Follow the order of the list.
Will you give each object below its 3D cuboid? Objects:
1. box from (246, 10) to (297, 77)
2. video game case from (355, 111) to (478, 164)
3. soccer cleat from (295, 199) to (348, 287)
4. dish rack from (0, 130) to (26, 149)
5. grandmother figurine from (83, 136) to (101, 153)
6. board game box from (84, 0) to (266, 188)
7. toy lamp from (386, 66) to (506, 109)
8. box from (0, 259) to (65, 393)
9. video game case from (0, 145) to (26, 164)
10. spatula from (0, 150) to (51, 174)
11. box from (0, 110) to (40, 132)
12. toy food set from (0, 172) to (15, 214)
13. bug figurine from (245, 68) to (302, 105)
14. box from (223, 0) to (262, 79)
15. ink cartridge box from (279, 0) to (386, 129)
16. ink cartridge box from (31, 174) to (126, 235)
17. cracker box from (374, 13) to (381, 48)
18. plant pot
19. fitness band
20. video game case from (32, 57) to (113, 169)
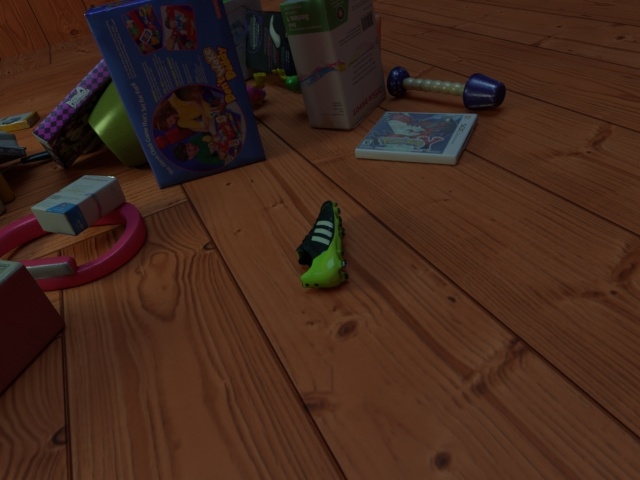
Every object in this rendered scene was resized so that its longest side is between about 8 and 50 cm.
[{"bbox_3d":[-0.085,-0.566,1.386,0.144,0.165,0.270,-18,34,-36],"label":"box"},{"bbox_3d":[0.196,-0.213,0.975,0.202,0.023,0.183,9,41,27],"label":"video game case"},{"bbox_3d":[0.000,0.000,0.721,0.073,0.060,0.178,-9,39,7],"label":"soccer cleat"},{"bbox_3d":[-0.908,-0.203,1.111,0.286,0.072,0.333,-12,8,19],"label":"dish rack"},{"bbox_3d":[-0.564,-0.349,1.327,0.208,0.104,0.342,-19,29,42],"label":"grandmother figurine"},{"bbox_3d":[-0.266,-0.296,0.949,0.234,0.346,0.078,-17,36,-6],"label":"board game box"},{"bbox_3d":[0.278,-0.343,1.081,0.080,0.080,0.275,-35,41,-28],"label":"toy lamp"},{"bbox_3d":[-0.485,0.141,0.616,0.149,0.126,0.232,4,40,21],"label":"box"},{"bbox_3d":[-0.809,-0.168,1.042,0.196,0.026,0.274,-17,7,2],"label":"video game case"},{"bbox_3d":[-0.771,-0.182,1.211,0.297,0.030,0.084,-29,36,-22],"label":"spatula"},{"bbox_3d":[-0.974,-0.371,1.528,0.136,0.028,0.081,-12,36,5],"label":"box"},{"bbox_3d":[-0.765,-0.071,0.998,0.111,0.104,0.232,23,49,39],"label":"toy food set"},{"bbox_3d":[-0.099,-0.387,1.215,0.279,0.072,0.216,-4,14,18],"label":"bug figurine"},{"bbox_3d":[-0.294,-0.602,1.462,0.127,0.231,0.262,21,47,38],"label":"box"},{"bbox_3d":[0.040,-0.417,1.082,0.117,0.278,0.201,10,42,32],"label":"ink cartridge box"},{"bbox_3d":[-0.426,-0.065,0.856,0.089,0.052,0.122,8,39,26],"label":"ink cartridge box"},{"bbox_3d":[0.085,-0.560,1.354,0.067,0.155,0.232,-17,36,-19],"label":"cracker box"},{"bbox_3d":[-0.363,-0.308,1.099,0.294,0.274,0.275,-39,41,-7],"label":"plant pot"},{"bbox_3d":[-0.457,0.005,0.858,0.291,0.054,0.209,-4,34,10],"label":"fitness band"},{"bbox_3d":[-0.545,-0.287,1.114,0.232,0.042,0.210,-56,10,-17],"label":"video game case"}]
